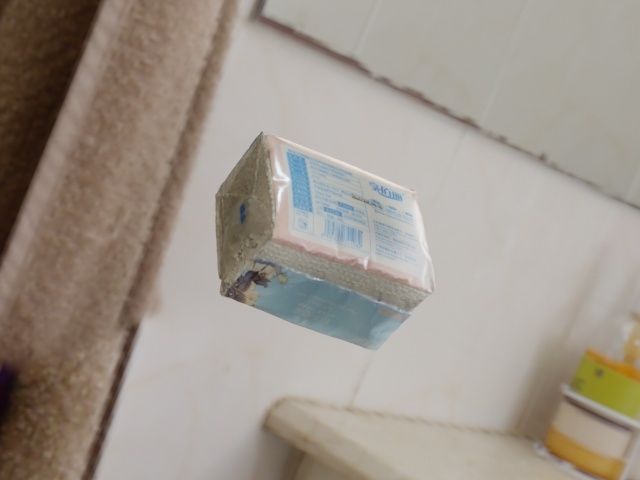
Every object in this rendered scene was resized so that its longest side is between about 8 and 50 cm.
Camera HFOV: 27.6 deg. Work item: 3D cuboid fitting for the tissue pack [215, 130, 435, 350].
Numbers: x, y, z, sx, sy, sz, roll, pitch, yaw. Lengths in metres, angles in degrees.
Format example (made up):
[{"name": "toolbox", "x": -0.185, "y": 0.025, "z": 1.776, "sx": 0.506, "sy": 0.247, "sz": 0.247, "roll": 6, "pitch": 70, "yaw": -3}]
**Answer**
[{"name": "tissue pack", "x": 0.000, "y": 0.000, "z": 0.621, "sx": 0.094, "sy": 0.059, "sz": 0.074, "roll": 20, "pitch": 44, "yaw": -27}]
